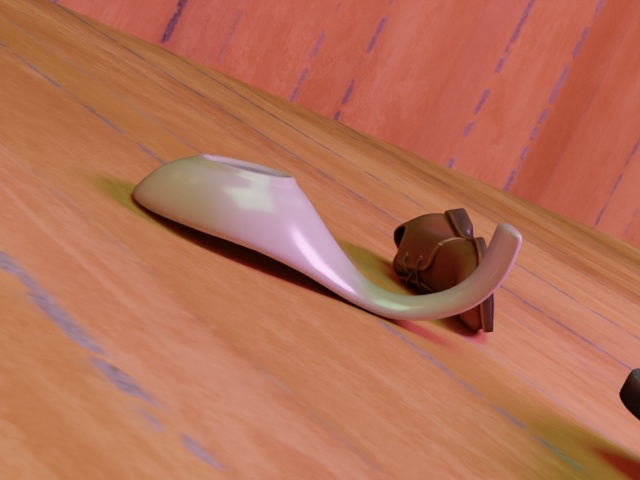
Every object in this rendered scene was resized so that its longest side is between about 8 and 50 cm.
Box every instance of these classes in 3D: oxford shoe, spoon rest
[{"bbox_3d":[0.102,0.029,1.160,0.076,0.076,0.212,-5,15,-5],"label":"oxford shoe"},{"bbox_3d":[0.000,0.000,0.996,0.276,0.084,0.137,12,8,-2],"label":"spoon rest"}]

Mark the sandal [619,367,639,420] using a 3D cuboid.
[{"bbox_3d":[0.295,0.170,0.901,0.254,0.054,0.097,34,14,-12],"label":"sandal"}]
